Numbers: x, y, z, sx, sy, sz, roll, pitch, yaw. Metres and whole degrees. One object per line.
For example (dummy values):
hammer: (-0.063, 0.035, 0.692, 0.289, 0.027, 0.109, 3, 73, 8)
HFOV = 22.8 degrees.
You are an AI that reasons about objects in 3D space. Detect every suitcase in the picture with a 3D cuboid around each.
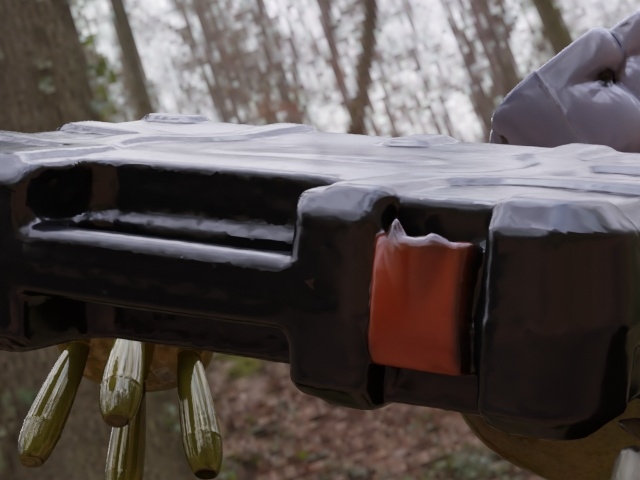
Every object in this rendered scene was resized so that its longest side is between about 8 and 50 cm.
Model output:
suitcase: (0.000, -0.001, 0.545, 0.285, 0.066, 0.206, 6, 10, 30)

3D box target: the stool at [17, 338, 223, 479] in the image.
stool: (-0.131, 0.108, 1.074, 0.135, 0.110, 0.134, 4, -41, -3)

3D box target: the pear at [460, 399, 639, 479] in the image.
pear: (0.106, 0.047, 0.674, 0.104, 0.141, 0.141, -14, -20, -18)

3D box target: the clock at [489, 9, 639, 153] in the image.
clock: (0.249, -0.011, 1.067, 0.189, 0.254, 0.189, -24, -31, -15)

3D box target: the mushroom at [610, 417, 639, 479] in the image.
mushroom: (0.207, 0.145, 0.453, 0.254, 0.189, 0.195, -2, -23, 25)
